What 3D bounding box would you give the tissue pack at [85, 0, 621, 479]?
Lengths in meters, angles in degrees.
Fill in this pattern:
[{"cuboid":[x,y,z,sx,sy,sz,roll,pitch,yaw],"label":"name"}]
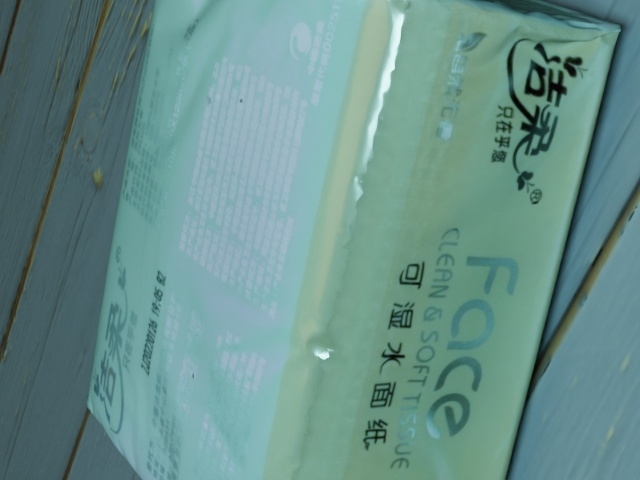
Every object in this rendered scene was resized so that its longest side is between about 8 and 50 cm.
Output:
[{"cuboid":[0.000,0.000,1.011,0.332,0.205,0.405,36,119,56],"label":"tissue pack"}]
